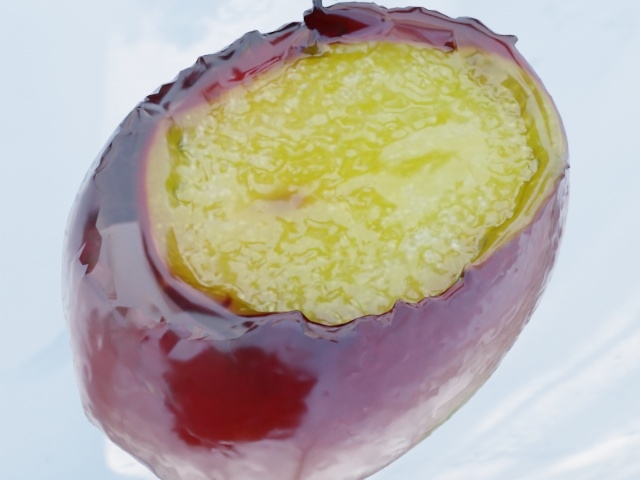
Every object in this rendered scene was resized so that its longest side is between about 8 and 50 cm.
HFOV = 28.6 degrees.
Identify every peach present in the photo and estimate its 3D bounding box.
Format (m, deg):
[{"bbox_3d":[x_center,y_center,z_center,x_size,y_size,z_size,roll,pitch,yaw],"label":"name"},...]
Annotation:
[{"bbox_3d":[0.000,0.000,0.527,0.196,0.190,0.226,36,110,-18],"label":"peach"}]
